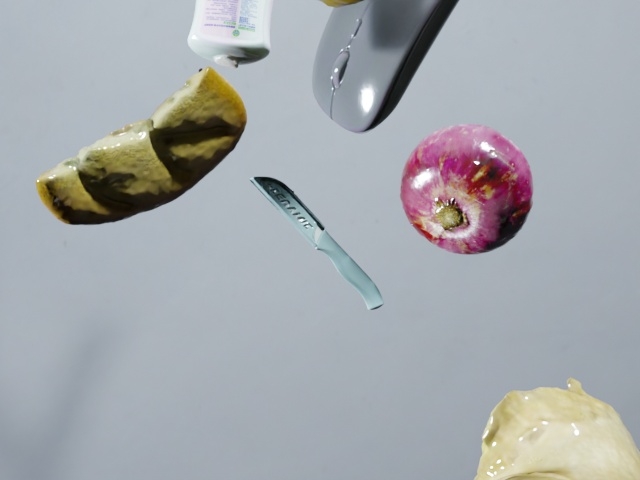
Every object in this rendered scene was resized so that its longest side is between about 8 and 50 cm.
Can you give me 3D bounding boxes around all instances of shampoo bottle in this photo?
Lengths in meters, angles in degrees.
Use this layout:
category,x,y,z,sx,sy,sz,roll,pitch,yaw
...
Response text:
category,x,y,z,sx,sy,sz,roll,pitch,yaw
shampoo bottle,-0.073,-0.194,0.911,0.072,0.043,0.099,5,79,-2

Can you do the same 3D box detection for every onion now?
category,x,y,z,sx,sy,sz,roll,pitch,yaw
onion,0.191,-0.068,1.405,0.177,0.153,0.177,7,147,5

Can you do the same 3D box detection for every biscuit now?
category,x,y,z,sx,sy,sz,roll,pitch,yaw
biscuit,-0.222,-0.106,1.413,0.299,0.045,0.154,-36,139,-15

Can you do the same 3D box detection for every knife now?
category,x,y,z,sx,sy,sz,roll,pitch,yaw
knife,0.001,0.000,1.196,0.028,0.015,0.210,-46,104,-17

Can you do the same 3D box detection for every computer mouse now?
category,x,y,z,sx,sy,sz,roll,pitch,yaw
computer mouse,0.066,-0.209,0.968,0.057,0.120,0.232,18,111,-42

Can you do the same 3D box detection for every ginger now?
category,x,y,z,sx,sy,sz,roll,pitch,yaw
ginger,0.126,0.191,0.630,0.152,0.267,0.138,42,123,9

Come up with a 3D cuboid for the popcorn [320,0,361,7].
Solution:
category,x,y,z,sx,sy,sz,roll,pitch,yaw
popcorn,0.019,-0.272,0.607,0.282,0.282,0.247,8,131,-15
